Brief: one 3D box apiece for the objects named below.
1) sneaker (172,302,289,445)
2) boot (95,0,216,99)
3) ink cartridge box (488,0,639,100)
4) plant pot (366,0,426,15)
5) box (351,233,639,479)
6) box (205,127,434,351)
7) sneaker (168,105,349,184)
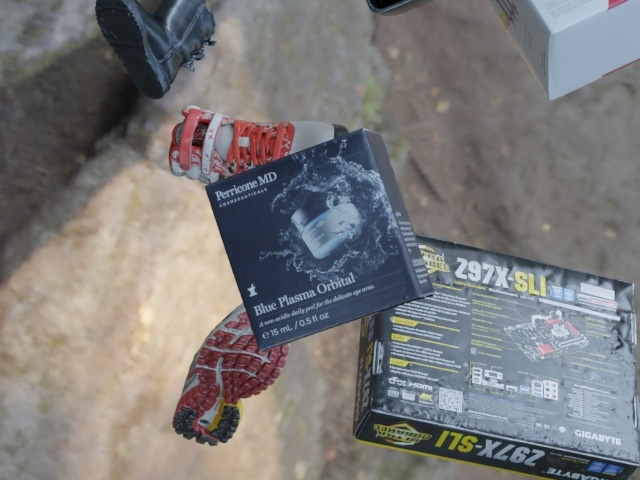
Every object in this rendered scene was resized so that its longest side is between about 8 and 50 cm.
[{"bbox_3d":[-0.098,0.123,1.701,0.225,0.088,0.093,-53,-159,44],"label":"sneaker"},{"bbox_3d":[-0.140,-0.194,1.394,0.099,0.045,0.121,-57,137,-35],"label":"boot"},{"bbox_3d":[0.236,-0.256,1.549,0.128,0.176,0.127,-25,155,-4],"label":"ink cartridge box"},{"bbox_3d":[0.124,-0.364,1.869,0.167,0.188,0.187,32,38,-80],"label":"plant pot"},{"bbox_3d":[0.206,0.137,1.850,0.079,0.322,0.257,113,-14,-50],"label":"box"},{"bbox_3d":[0.000,0.000,1.430,0.093,0.156,0.158,0,71,-79],"label":"box"},{"bbox_3d":[-0.079,-0.095,1.752,0.145,0.270,0.090,17,83,-21],"label":"sneaker"}]
